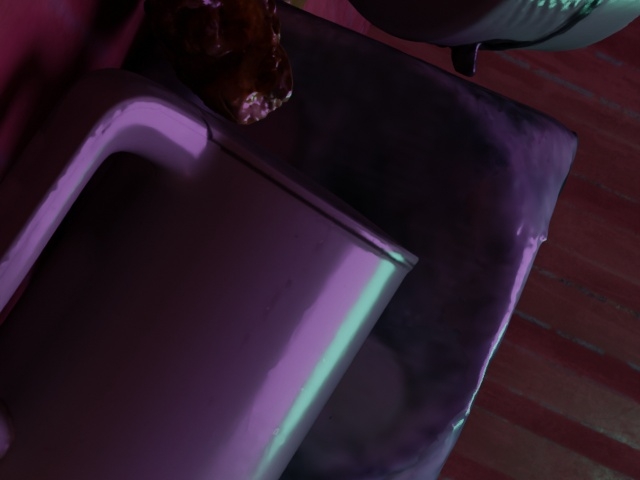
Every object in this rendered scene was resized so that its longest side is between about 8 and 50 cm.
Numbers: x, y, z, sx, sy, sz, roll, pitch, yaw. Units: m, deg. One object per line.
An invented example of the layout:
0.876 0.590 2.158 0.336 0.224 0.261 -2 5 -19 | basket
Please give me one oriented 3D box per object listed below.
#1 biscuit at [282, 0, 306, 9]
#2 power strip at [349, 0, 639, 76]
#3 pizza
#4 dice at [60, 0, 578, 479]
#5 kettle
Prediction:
-0.019 -0.289 1.497 0.154 0.045 0.299 -28 144 -89 | biscuit
0.142 -0.307 1.138 0.357 0.161 0.358 3 -87 55 | power strip
-0.074 -0.167 0.870 0.154 0.069 0.194 -126 -154 -50 | pizza
0.000 0.000 1.166 0.330 0.348 0.328 -61 174 -82 | dice
-0.124 0.074 0.891 0.318 0.265 0.205 -55 -159 2 | kettle
